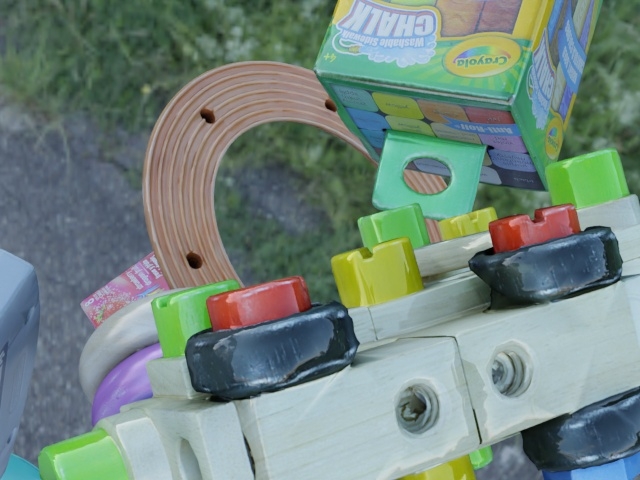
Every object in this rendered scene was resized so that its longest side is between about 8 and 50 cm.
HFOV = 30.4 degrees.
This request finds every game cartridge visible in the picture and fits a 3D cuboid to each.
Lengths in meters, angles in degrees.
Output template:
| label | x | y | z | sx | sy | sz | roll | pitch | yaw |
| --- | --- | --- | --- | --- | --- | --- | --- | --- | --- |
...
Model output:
| label | x | y | z | sx | sy | sz | roll | pitch | yaw |
| --- | --- | --- | --- | --- | --- | --- | --- | --- | --- |
| game cartridge | -0.270 | 0.142 | 0.847 | 0.060 | 0.294 | 0.196 | 27 | 47 | 3 |

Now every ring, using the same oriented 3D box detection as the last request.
| label | x | y | z | sx | sy | sz | roll | pitch | yaw |
| --- | --- | --- | --- | --- | --- | --- | --- | --- | --- |
| ring | 0.000 | 0.000 | 0.976 | 0.337 | 0.032 | 0.336 | 20 | 54 | -29 |

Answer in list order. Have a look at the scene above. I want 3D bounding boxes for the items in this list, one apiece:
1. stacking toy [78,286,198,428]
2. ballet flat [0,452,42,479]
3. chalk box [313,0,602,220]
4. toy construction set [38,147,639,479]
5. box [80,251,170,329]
| label | x | y | z | sx | sy | sz | roll | pitch | yaw |
| --- | --- | --- | --- | --- | --- | --- | --- | --- | --- |
| stacking toy | -0.055 | 0.192 | 0.680 | 0.141 | 0.141 | 0.330 | -4 | 51 | -15 |
| ballet flat | -0.487 | 0.298 | 1.480 | 0.349 | 0.123 | 0.123 | 23 | 49 | 3 |
| chalk box | 0.088 | -0.117 | 0.745 | 0.132 | 0.132 | 0.213 | 11 | 73 | 24 |
| toy construction set | 0.008 | 0.063 | 0.434 | 0.328 | 0.215 | 0.151 | -31 | 98 | -27 |
| box | -0.135 | 0.125 | 1.215 | 0.123 | 0.128 | 0.257 | -35 | 34 | -12 |
